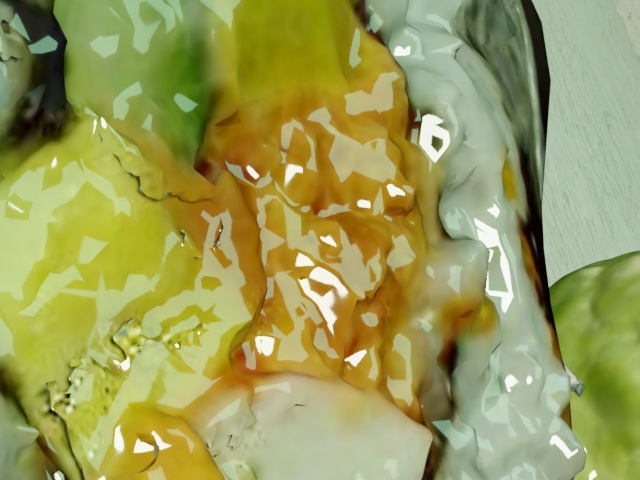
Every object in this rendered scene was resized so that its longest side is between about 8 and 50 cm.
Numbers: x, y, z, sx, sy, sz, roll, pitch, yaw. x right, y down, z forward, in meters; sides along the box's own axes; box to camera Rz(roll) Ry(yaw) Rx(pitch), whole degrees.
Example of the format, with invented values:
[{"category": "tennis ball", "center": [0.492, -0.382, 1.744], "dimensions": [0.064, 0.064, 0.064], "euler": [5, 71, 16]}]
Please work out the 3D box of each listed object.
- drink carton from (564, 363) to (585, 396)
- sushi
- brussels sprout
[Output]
[{"category": "drink carton", "center": [0.000, 0.000, 0.874], "dimensions": [0.271, 0.108, 0.161], "euler": [47, 3, -41]}, {"category": "sushi", "center": [-0.065, -0.006, 0.527], "dimensions": [0.417, 0.176, 0.417], "euler": [16, 70, -52]}, {"category": "brussels sprout", "center": [0.237, 0.142, 1.185], "dimensions": [0.316, 0.243, 0.273], "euler": [-107, -175, -69]}]
